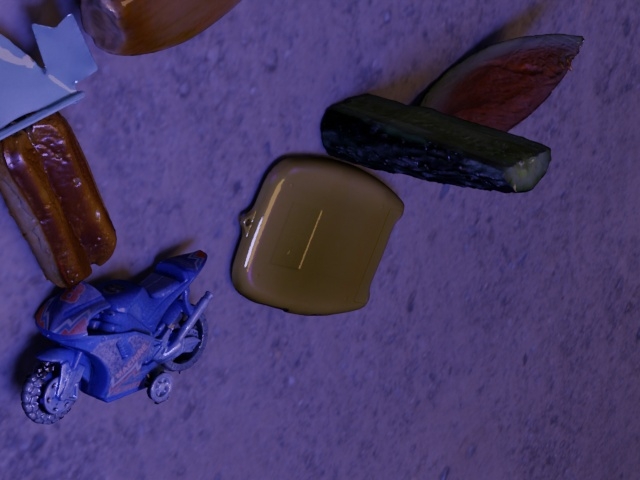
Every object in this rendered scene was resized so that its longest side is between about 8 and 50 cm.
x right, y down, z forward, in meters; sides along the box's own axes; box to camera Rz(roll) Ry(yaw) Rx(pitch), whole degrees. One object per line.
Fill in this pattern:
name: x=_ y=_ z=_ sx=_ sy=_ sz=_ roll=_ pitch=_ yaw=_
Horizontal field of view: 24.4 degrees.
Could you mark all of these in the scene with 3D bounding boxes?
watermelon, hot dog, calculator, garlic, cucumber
watermelon: x=0.169 y=-0.134 z=1.494 sx=0.245 sy=0.119 sz=0.063 roll=-43 pitch=128 yaw=-30
hot dog: x=-0.203 y=-0.031 z=1.131 sx=0.071 sy=0.045 sz=0.165 roll=-47 pitch=142 yaw=-28
calculator: x=0.000 y=0.000 z=1.429 sx=0.236 sy=0.033 sz=0.157 roll=12 pitch=101 yaw=-53
garlic: x=-0.101 y=-0.242 z=1.074 sx=0.228 sy=0.110 sz=0.217 roll=-39 pitch=159 yaw=-11
cucumber: x=0.104 y=-0.077 z=1.361 sx=0.078 sy=0.211 sz=0.062 roll=-29 pitch=130 yaw=-43

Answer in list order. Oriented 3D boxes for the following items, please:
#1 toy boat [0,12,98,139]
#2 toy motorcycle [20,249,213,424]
toy boat: x=-0.268 y=-0.051 z=0.984 sx=0.292 sy=0.070 sz=0.210 roll=-5 pitch=101 yaw=-48
toy motorcycle: x=-0.168 y=0.077 z=1.227 sx=0.205 sy=0.076 sz=0.114 roll=-20 pitch=119 yaw=-47
